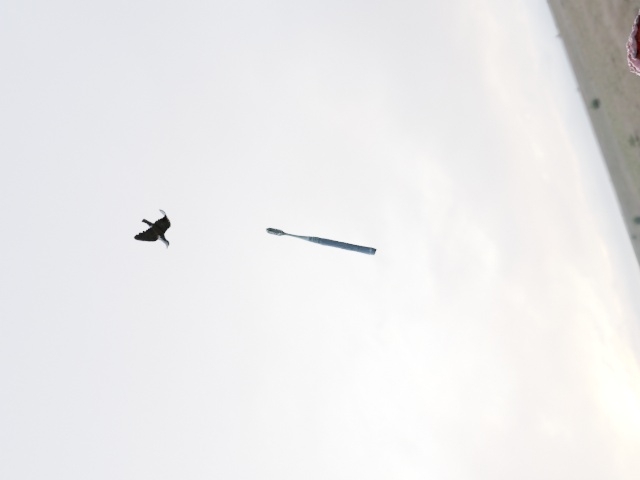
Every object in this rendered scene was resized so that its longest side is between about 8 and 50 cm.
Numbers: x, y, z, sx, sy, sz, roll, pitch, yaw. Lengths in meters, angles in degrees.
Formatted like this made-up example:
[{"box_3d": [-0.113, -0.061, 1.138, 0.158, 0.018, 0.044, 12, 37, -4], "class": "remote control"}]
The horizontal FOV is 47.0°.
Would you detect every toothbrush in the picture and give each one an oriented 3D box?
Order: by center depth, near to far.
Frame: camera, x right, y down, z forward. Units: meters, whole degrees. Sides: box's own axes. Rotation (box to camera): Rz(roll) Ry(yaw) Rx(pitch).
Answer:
[{"box_3d": [0.000, 0.000, 1.407, 0.019, 0.219, 0.016, 63, -140, -78], "class": "toothbrush"}]

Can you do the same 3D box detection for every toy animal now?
[{"box_3d": [-0.230, -0.009, 1.028, 0.084, 0.028, 0.050, -65, -41, -55], "class": "toy animal"}]

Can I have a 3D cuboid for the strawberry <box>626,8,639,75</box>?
[{"box_3d": [0.409, -0.243, 0.887, 0.048, 0.103, 0.152, -163, 68, -69], "class": "strawberry"}]
